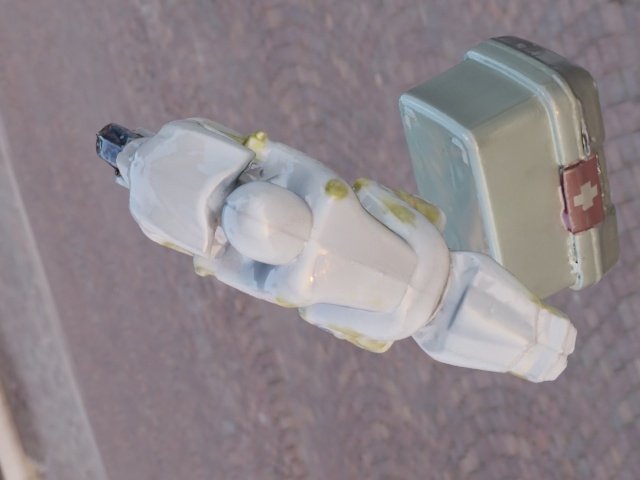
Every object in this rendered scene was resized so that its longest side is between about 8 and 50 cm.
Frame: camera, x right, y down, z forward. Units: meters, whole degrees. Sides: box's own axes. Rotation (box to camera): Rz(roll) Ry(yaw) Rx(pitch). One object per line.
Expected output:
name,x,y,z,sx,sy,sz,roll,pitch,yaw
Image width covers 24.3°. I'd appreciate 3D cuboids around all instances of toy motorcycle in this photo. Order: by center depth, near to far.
toy motorcycle,0.000,0.000,0.633,0.074,0.229,0.151,-64,-3,0

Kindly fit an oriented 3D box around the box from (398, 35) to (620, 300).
box,0.158,-0.053,1.243,0.148,0.129,0.210,40,152,52
